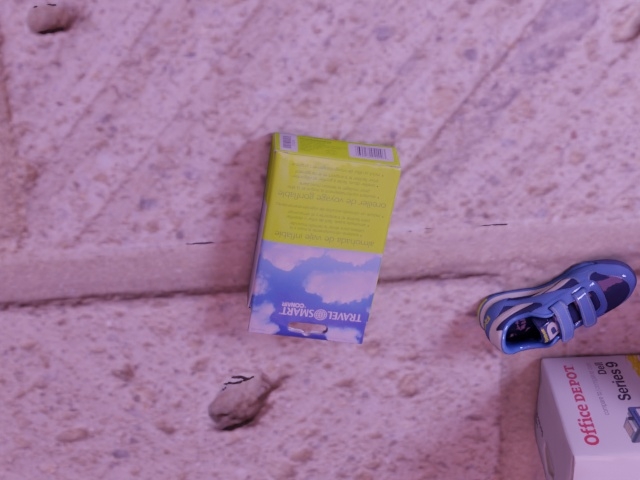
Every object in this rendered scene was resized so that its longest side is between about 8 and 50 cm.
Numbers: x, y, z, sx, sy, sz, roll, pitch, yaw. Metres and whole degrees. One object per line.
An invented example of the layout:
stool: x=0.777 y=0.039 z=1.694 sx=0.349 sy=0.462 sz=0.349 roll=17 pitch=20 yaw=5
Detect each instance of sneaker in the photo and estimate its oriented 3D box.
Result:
sneaker: x=0.212 y=0.063 z=1.392 sx=0.144 sy=0.059 sz=0.053 roll=-22 pitch=117 yaw=8

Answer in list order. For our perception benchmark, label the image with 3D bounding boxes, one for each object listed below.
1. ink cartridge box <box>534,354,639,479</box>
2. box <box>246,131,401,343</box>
ink cartridge box: x=0.308 y=0.178 z=1.409 sx=0.212 sy=0.154 sz=0.093 roll=-3 pitch=119 yaw=-2
box: x=0.000 y=0.000 z=1.351 sx=0.109 sy=0.042 sz=0.178 roll=7 pitch=120 yaw=-7
